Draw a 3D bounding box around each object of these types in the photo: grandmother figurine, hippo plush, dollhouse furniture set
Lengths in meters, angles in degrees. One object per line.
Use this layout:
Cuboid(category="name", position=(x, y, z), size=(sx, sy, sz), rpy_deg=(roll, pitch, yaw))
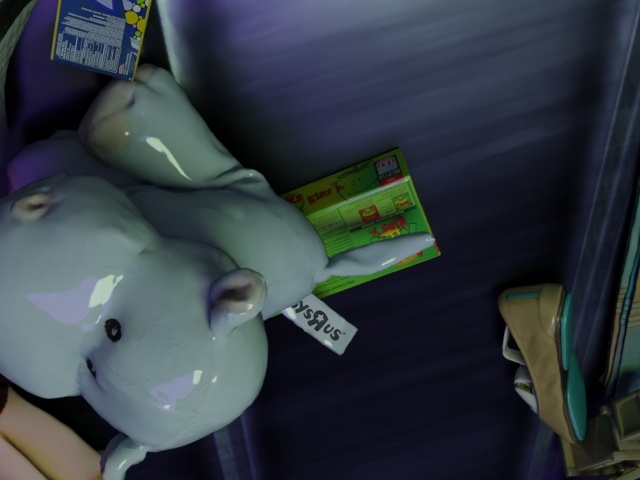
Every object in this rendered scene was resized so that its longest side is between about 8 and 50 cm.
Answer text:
Cuboid(category="grandmother figurine", position=(-0.319, 0.158, 0.662), size=(0.207, 0.104, 0.342), rpy_deg=(-32, 130, 0))
Cuboid(category="hippo plush", position=(-0.109, 0.051, 0.469), size=(0.294, 0.236, 0.234), rpy_deg=(33, 115, -8))
Cuboid(category="dollhouse furniture set", position=(0.354, 0.259, 0.768), size=(0.101, 0.161, 0.182), rpy_deg=(2, 153, -10))

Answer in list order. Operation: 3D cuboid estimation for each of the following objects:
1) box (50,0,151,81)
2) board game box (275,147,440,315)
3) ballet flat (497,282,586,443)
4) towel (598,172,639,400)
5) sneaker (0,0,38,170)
Cuboid(category="box", position=(-0.120, -0.187, 0.430), size=(0.054, 0.059, 0.169), rpy_deg=(11, 127, -19))
Cuboid(category="board game box", position=(0.000, 0.000, 0.614), size=(0.181, 0.043, 0.092), rpy_deg=(-21, 130, 9))
Cuboid(category="ballet flat", position=(0.231, 0.126, 0.749), size=(0.073, 0.080, 0.232), rpy_deg=(1, 133, 27))
Cuboid(category="towel", position=(0.420, 0.008, 0.691), size=(0.271, 0.040, 0.370), rpy_deg=(-10, 129, 0))
Cuboid(category="sneaker", position=(-0.229, -0.131, 0.449), size=(0.086, 0.085, 0.237), rpy_deg=(25, 117, -4))
